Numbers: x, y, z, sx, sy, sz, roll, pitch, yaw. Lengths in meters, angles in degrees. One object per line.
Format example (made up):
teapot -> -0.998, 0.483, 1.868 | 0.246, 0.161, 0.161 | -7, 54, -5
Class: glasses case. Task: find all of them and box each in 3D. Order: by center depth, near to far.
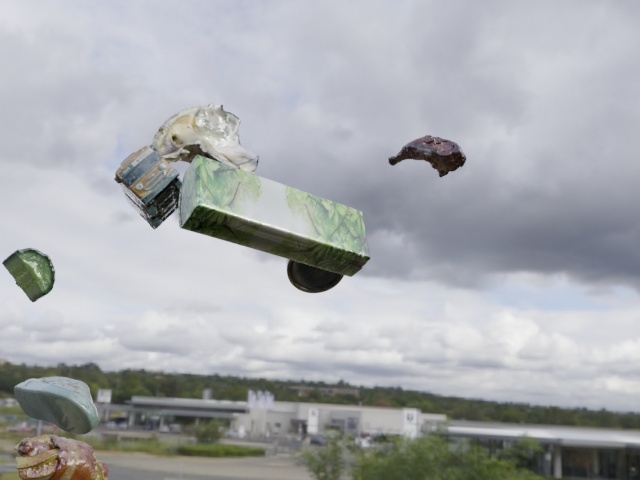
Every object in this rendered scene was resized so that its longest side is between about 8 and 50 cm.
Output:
glasses case -> -0.060, -0.028, 1.003 | 0.272, 0.095, 0.062 | 18, -45, -29

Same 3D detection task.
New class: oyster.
oyster -> -0.260, -0.218, 1.635 | 0.271, 0.275, 0.100 | 14, -57, -23

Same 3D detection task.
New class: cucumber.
cucumber -> -0.639, 0.071, 1.595 | 0.062, 0.116, 0.115 | -40, 10, -37

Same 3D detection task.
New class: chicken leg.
chicken leg -> 0.244, -0.198, 1.658 | 0.205, 0.093, 0.053 | 23, 37, 40

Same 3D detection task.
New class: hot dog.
hot dog -> -0.543, 0.468, 1.523 | 0.213, 0.103, 0.146 | 38, -1, -42

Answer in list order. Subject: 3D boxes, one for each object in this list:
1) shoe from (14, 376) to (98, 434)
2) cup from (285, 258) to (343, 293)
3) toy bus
shoe -> -0.387, 0.235, 1.087 | 0.195, 0.079, 0.078 | -4, 25, 39
cup -> 0.007, 0.013, 2.037 | 0.239, 0.177, 0.166 | -35, -60, 13
toy bus -> -0.309, -0.097, 1.307 | 0.103, 0.091, 0.182 | 44, -15, 3
